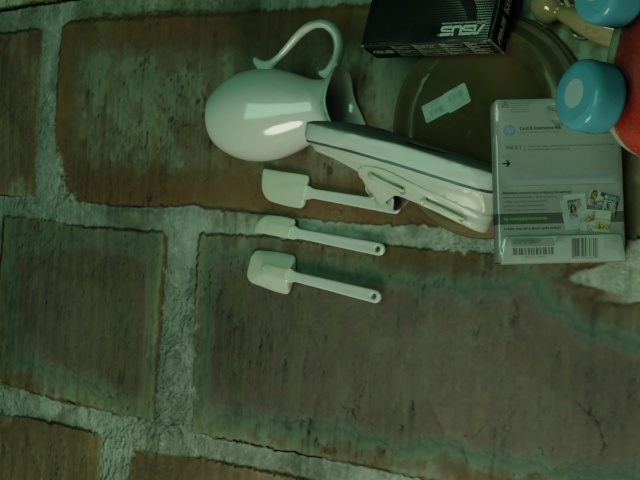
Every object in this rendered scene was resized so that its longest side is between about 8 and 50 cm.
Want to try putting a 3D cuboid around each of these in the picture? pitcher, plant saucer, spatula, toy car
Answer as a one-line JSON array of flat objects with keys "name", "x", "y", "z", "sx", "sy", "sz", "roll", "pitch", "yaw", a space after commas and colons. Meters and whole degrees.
[{"name": "pitcher", "x": -0.051, "y": -0.197, "z": 1.588, "sx": 0.207, "sy": 0.125, "sz": 0.177, "roll": -3, "pitch": 95, "yaw": 31}, {"name": "plant saucer", "x": 0.196, "y": -0.140, "z": 1.449, "sx": 0.278, "sy": 0.041, "sz": 0.277, "roll": -1, "pitch": 89, "yaw": 39}, {"name": "spatula", "x": 0.000, "y": 0.000, "z": 1.616, "sx": 0.242, "sy": 0.019, "sz": 0.168, "roll": 12, "pitch": 91, "yaw": 37}, {"name": "toy car", "x": 0.389, "y": -0.172, "z": 1.132, "sx": 0.238, "sy": 0.219, "sz": 0.210, "roll": -158, "pitch": 76, "yaw": -64}]

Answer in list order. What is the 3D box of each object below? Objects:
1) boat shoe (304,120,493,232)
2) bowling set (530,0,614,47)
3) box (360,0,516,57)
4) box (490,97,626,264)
[{"name": "boat shoe", "x": 0.094, "y": -0.079, "z": 1.439, "sx": 0.268, "sy": 0.096, "sz": 0.088, "roll": 18, "pitch": 105, "yaw": 21}, {"name": "bowling set", "x": 0.309, "y": -0.371, "z": 1.306, "sx": 0.154, "sy": 0.287, "sz": 0.200, "roll": 28, "pitch": 63, "yaw": 28}, {"name": "box", "x": 0.154, "y": -0.316, "z": 1.454, "sx": 0.191, "sy": 0.045, "sz": 0.184, "roll": 6, "pitch": 74, "yaw": 38}, {"name": "box", "x": 0.267, "y": -0.066, "z": 1.339, "sx": 0.145, "sy": 0.038, "sz": 0.186, "roll": -2, "pitch": 89, "yaw": -3}]
